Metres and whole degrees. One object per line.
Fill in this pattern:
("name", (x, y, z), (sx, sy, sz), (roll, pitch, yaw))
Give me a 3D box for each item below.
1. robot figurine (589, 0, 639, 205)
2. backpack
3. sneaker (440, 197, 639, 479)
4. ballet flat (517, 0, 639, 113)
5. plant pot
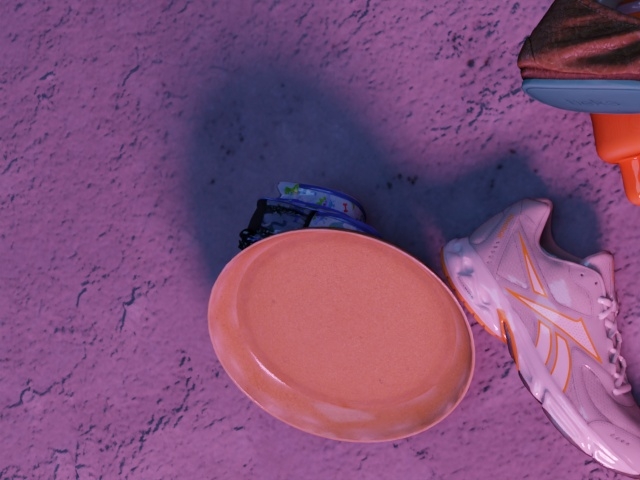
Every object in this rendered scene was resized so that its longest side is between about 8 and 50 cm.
("robot figurine", (0.277, -0.141, 1.342), (0.128, 0.158, 0.219), (-9, 84, 7))
("backpack", (0.000, 0.000, 1.469), (0.114, 0.105, 0.084), (16, 73, 16))
("sneaker", (0.216, 0.075, 1.380), (0.121, 0.099, 0.262), (-40, 75, 12))
("ballet flat", (0.300, -0.138, 1.192), (0.342, 0.116, 0.124), (15, 86, 41))
("plant pot", (0.019, 0.078, 1.436), (0.236, 0.032, 0.236), (8, 127, 11))
